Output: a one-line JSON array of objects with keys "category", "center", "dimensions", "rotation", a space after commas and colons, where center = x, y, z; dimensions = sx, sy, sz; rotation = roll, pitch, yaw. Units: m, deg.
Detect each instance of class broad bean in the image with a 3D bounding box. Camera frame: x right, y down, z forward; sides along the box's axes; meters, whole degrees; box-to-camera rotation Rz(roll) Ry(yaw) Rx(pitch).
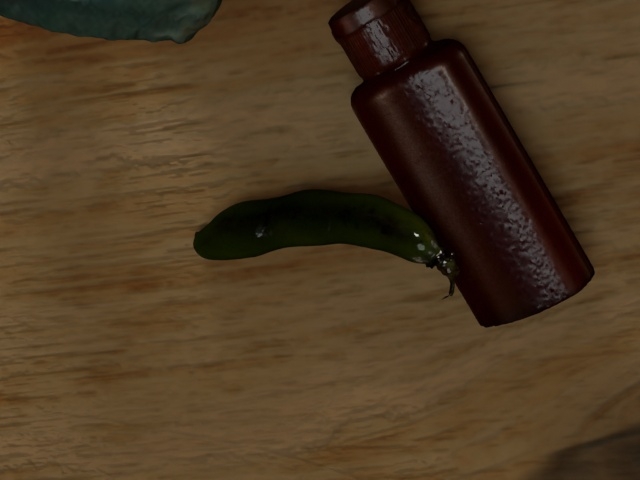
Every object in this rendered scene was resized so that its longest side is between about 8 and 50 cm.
[{"category": "broad bean", "center": [0.002, -0.005, 1.261], "dimensions": [0.227, 0.039, 0.069], "rotation": [8, 85, 30]}]

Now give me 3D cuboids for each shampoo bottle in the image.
[{"category": "shampoo bottle", "center": [0.095, -0.064, 1.226], "dimensions": [0.102, 0.064, 0.260], "rotation": [-24, 105, 34]}]

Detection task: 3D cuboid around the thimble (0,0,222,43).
[{"category": "thimble", "center": [-0.157, -0.229, 1.143], "dimensions": [0.235, 0.198, 0.143], "rotation": [20, 116, 10]}]
